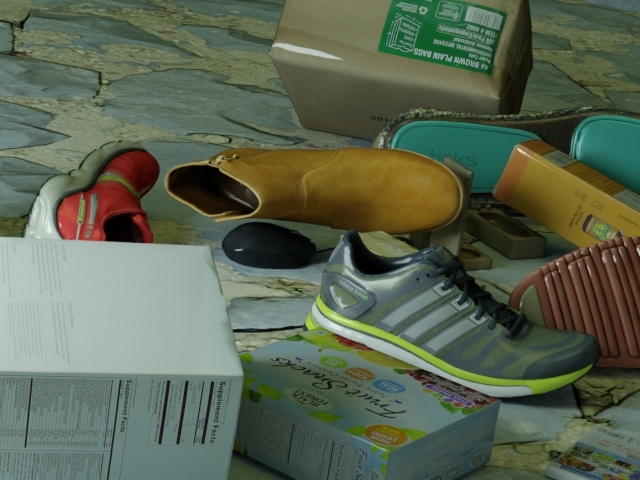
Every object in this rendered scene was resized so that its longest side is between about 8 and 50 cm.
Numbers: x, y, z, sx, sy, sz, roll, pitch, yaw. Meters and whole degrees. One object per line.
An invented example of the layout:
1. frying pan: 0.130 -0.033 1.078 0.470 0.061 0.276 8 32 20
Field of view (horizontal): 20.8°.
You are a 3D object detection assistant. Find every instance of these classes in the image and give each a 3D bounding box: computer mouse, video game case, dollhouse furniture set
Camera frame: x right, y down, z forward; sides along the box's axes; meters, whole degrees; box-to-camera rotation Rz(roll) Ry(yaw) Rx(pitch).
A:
1. computer mouse: 0.000 0.000 2.017 0.242 0.041 0.071 -2 20 -28
2. video game case: 0.266 0.202 1.573 0.087 0.011 0.122 18 21 26
3. dollhouse furniture set: 0.194 -0.048 2.103 0.151 0.123 0.144 -3 21 -28

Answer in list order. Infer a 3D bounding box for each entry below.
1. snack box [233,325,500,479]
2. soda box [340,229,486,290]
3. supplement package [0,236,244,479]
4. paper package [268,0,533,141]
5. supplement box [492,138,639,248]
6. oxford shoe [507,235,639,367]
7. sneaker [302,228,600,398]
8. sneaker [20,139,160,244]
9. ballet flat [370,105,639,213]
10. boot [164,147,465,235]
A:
1. snack box: 0.024 0.154 1.528 0.207 0.070 0.174 20 22 34
2. soda box: 0.095 0.046 1.891 0.061 0.058 0.181 -7 24 -37
3. supplement package: -0.184 0.110 1.409 0.203 0.149 0.194 3 31 -14
4. paper package: 0.118 -0.245 2.404 0.325 0.168 0.309 12 -13 12
5. supplement box: 0.331 -0.035 2.109 0.233 0.078 0.080 33 23 21
6. oxford shoe: 0.364 0.069 1.883 0.397 0.140 0.146 -6 -9 -22
7. sneaker: 0.131 0.072 1.728 0.300 0.121 0.111 12 20 13
8. sneaker: -0.236 -0.026 1.960 0.118 0.107 0.279 30 25 6
9. ballet flat: 0.305 -0.098 2.279 0.483 0.164 0.182 6 3 1
10. boot: -0.008 -0.049 1.950 0.295 0.104 0.211 8 11 27
